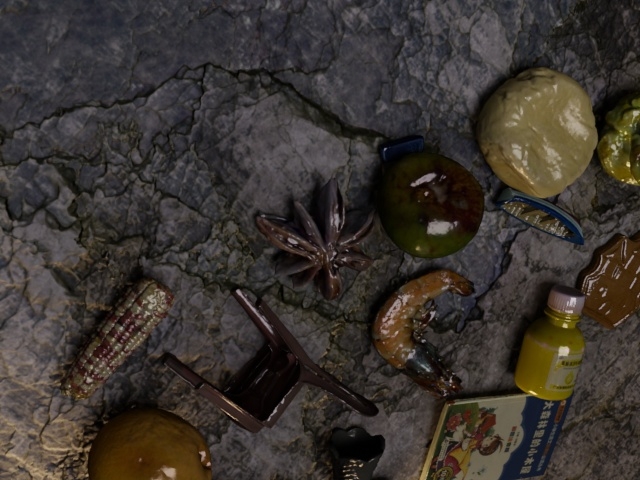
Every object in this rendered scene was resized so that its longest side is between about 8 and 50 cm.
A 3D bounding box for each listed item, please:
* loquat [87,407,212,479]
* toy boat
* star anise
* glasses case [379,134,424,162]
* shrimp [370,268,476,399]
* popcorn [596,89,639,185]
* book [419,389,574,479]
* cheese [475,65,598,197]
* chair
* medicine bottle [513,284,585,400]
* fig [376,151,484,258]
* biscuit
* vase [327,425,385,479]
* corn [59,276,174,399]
[{"bbox_3d":[-0.281,0.380,1.674,0.208,0.208,0.208,-10,115,-23],"label":"loquat"},{"bbox_3d":[0.426,-0.047,1.942,0.229,0.080,0.046,22,65,-32],"label":"toy boat"},{"bbox_3d":[0.000,0.000,1.729,0.236,0.093,0.229,8,112,-26],"label":"star anise"},{"bbox_3d":[0.139,-0.159,1.769,0.083,0.023,0.033,-17,122,-19],"label":"glasses case"},{"bbox_3d":[0.221,0.173,1.931,0.222,0.054,0.290,-44,124,-6],"label":"shrimp"},{"bbox_3d":[0.613,-0.178,1.910,0.198,0.212,0.198,3,116,7],"label":"popcorn"},{"bbox_3d":[0.364,0.410,2.104,0.322,0.018,0.228,-1,120,-27],"label":"book"},{"bbox_3d":[0.394,-0.198,1.834,0.214,0.117,0.226,-46,119,-11],"label":"cheese"},{"bbox_3d":[-0.074,0.249,1.741,0.183,0.175,0.326,-50,118,-11],"label":"chair"},{"bbox_3d":[0.464,0.198,2.025,0.122,0.122,0.212,2,109,-28],"label":"medicine bottle"},{"bbox_3d":[0.191,-0.056,1.758,0.181,0.181,0.191,-47,152,-3],"label":"fig"},{"bbox_3d":[0.617,0.072,2.105,0.182,0.034,0.215,28,96,-33],"label":"biscuit"},{"bbox_3d":[0.055,0.480,1.945,0.115,0.115,0.237,-6,116,-25],"label":"vase"},{"bbox_3d":[-0.324,0.158,1.630,0.079,0.079,0.237,37,91,-33],"label":"corn"}]
